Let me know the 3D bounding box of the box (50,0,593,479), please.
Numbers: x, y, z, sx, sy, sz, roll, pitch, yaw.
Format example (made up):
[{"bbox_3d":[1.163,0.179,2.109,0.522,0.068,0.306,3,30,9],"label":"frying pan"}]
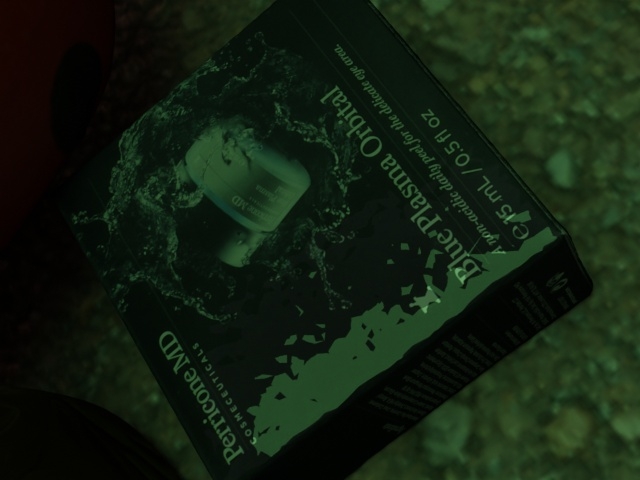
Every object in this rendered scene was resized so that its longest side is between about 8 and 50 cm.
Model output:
[{"bbox_3d":[0.000,0.000,0.410,0.158,0.093,0.156,-39,65,8],"label":"box"}]

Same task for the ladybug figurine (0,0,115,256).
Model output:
[{"bbox_3d":[-0.239,-0.016,0.428,0.449,0.162,0.305,-47,25,12],"label":"ladybug figurine"}]

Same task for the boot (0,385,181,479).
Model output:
[{"bbox_3d":[-0.183,0.139,0.347,0.095,0.262,0.203,41,93,27],"label":"boot"}]
